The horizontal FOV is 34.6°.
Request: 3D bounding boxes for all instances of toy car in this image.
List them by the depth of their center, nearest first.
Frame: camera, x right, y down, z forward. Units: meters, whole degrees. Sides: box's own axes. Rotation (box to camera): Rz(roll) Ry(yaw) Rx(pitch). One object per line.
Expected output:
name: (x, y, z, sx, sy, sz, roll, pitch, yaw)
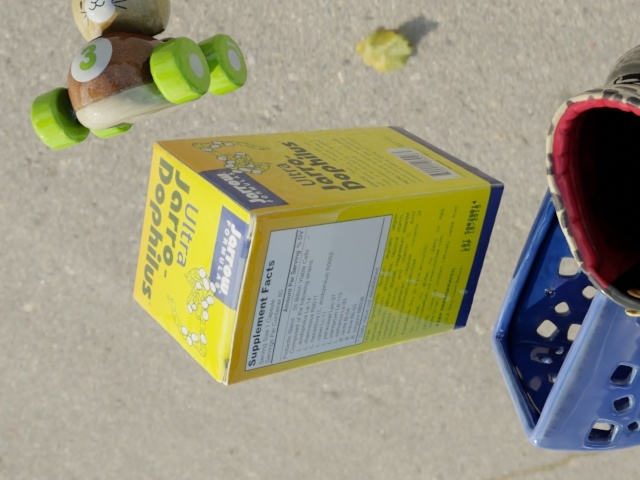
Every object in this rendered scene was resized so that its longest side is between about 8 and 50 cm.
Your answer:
toy car: (-0.178, -0.195, 0.892, 0.155, 0.149, 0.188, -17, 96, 23)

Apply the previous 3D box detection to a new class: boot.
boot: (0.320, 0.014, 0.813, 0.138, 0.284, 0.377, -29, 87, 30)

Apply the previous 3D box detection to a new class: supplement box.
supplement box: (0.000, 0.000, 1.153, 0.356, 0.195, 0.194, -8, 120, -39)

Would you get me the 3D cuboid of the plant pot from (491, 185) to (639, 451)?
plant pot: (0.342, 0.095, 1.149, 0.212, 0.236, 0.236, 13, 115, -10)
